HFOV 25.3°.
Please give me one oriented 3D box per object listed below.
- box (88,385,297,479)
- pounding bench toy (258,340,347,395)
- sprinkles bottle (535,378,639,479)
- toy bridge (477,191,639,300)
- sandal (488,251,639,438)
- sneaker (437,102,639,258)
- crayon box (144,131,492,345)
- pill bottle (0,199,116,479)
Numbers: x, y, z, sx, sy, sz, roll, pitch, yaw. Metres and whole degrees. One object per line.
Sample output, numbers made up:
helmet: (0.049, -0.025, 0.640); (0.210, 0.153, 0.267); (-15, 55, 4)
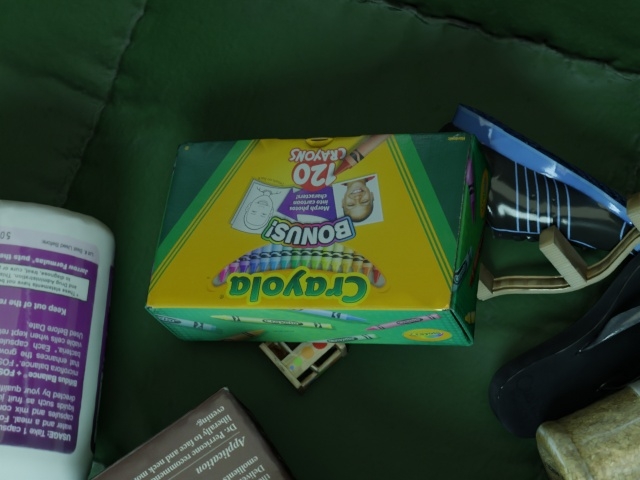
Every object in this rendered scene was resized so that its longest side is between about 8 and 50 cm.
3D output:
box: (-0.083, 0.257, 1.191); (0.168, 0.167, 0.203); (-33, 78, -5)
pounding bench toy: (-0.023, 0.085, 1.286); (0.065, 0.052, 0.083); (-42, 78, -7)
sprinkles bottle: (0.366, 0.138, 1.217); (0.355, 0.121, 0.121); (-25, 77, -3)
toy bridge: (0.216, 0.016, 1.261); (0.188, 0.063, 0.026); (-24, 35, 31)
sandal: (0.266, 0.091, 1.250); (0.254, 0.054, 0.097); (-40, 114, 0)
sneaker: (0.201, -0.031, 1.295); (0.232, 0.081, 0.090); (32, 103, 4)
crayon box: (0.000, 0.000, 1.237); (0.278, 0.081, 0.165); (-1, 64, 21)
pill bottle: (-0.274, 0.127, 1.231); (0.169, 0.169, 0.301); (4, 77, 4)
